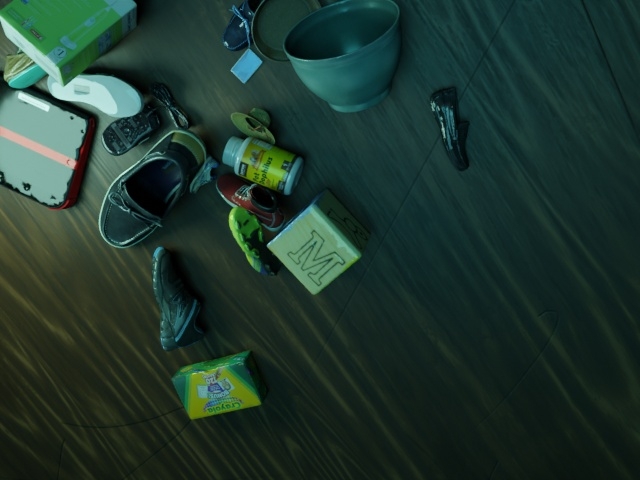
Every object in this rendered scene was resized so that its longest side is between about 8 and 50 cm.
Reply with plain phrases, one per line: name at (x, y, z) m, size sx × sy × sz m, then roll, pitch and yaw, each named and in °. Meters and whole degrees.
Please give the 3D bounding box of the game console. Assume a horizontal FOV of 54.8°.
game console at (-0.914, -0.304, 1.930) m, size 0.386 × 0.060 × 0.342 m, roll 24°, pitch 107°, yaw 3°

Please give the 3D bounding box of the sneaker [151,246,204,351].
sneaker at (-0.461, 0.180, 1.980) m, size 0.139 × 0.125 × 0.341 m, roll -9°, pitch 106°, yaw -13°

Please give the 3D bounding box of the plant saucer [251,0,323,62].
plant saucer at (-0.089, -0.565, 1.611) m, size 0.198 × 0.036 × 0.199 m, roll -15°, pitch 134°, yaw -16°

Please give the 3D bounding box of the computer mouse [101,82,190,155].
computer mouse at (-0.507, -0.319, 1.827) m, size 0.262 × 0.060 × 0.184 m, roll -41°, pitch 93°, yaw 10°

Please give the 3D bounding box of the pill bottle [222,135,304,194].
pill bottle at (-0.164, -0.219, 1.751) m, size 0.214 × 0.117 × 0.117 m, roll 22°, pitch 112°, yaw 4°

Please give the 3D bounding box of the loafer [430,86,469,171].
loafer at (0.357, -0.293, 1.630) m, size 0.078 × 0.076 × 0.223 m, roll -15°, pitch 102°, yaw 25°

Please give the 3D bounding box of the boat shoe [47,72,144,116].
boat shoe at (-0.631, -0.428, 1.786) m, size 0.306 × 0.105 × 0.113 m, roll 10°, pitch 110°, yaw 16°

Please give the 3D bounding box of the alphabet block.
alphabet block at (0.000, 0.000, 1.755) m, size 0.193 × 0.192 × 0.197 m, roll -41°, pitch 95°, yaw 24°

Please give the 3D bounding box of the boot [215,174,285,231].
boot at (-0.208, -0.139, 1.740) m, size 0.244 × 0.176 × 0.088 m, roll 35°, pitch 75°, yaw 17°

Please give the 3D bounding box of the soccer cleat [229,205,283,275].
soccer cleat at (-0.208, 0.005, 1.794) m, size 0.121 × 0.093 × 0.289 m, roll 17°, pitch 152°, yaw 34°

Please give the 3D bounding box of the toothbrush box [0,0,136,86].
toothbrush box at (-0.666, -0.589, 1.648) m, size 0.206 × 0.122 × 0.283 m, roll 42°, pitch 72°, yaw -5°

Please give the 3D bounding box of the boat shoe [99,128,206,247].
boat shoe at (-0.519, -0.128, 1.814) m, size 0.187 × 0.156 × 0.500 m, roll 40°, pitch 124°, yaw -17°

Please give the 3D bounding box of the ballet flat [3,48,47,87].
ballet flat at (-0.783, -0.553, 1.789) m, size 0.342 × 0.116 × 0.124 m, roll -15°, pitch 86°, yaw 21°

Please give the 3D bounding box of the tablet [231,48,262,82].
tablet at (-0.206, -0.488, 1.725) m, size 0.054 × 0.006 × 0.083 m, roll 44°, pitch 113°, yaw -5°

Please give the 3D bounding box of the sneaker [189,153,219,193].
sneaker at (-0.346, -0.188, 1.840) m, size 0.058 × 0.052 × 0.135 m, roll 30°, pitch 115°, yaw -7°

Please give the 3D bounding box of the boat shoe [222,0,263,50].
boat shoe at (-0.178, -0.611, 1.629) m, size 0.109 × 0.089 × 0.258 m, roll 41°, pitch 112°, yaw -4°

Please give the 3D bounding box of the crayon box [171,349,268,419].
crayon box at (-0.334, 0.484, 2.059) m, size 0.278 × 0.081 × 0.165 m, roll -17°, pitch 105°, yaw 17°

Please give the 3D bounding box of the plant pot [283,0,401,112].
plant pot at (0.076, -0.449, 1.550) m, size 0.293 × 0.293 × 0.196 m, roll -10°, pitch 133°, yaw 16°

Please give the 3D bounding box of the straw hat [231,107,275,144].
straw hat at (-0.176, -0.336, 1.738) m, size 0.144 × 0.144 × 0.061 m, roll 29°, pitch 75°, yaw 1°
